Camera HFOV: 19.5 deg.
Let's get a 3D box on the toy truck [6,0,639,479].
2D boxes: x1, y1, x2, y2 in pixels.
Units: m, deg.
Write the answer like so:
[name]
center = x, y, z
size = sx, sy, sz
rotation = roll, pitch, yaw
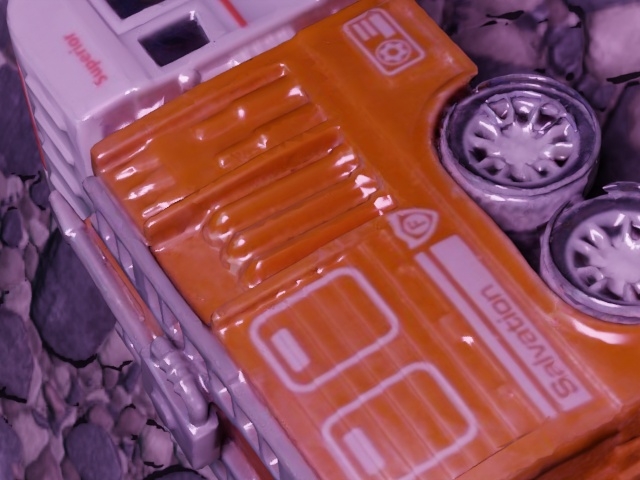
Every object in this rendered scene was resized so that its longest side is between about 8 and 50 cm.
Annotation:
[toy truck]
center = 0.000, 0.000, 0.826
size = 0.387, 0.207, 0.173
rotation = 51, 159, 35
